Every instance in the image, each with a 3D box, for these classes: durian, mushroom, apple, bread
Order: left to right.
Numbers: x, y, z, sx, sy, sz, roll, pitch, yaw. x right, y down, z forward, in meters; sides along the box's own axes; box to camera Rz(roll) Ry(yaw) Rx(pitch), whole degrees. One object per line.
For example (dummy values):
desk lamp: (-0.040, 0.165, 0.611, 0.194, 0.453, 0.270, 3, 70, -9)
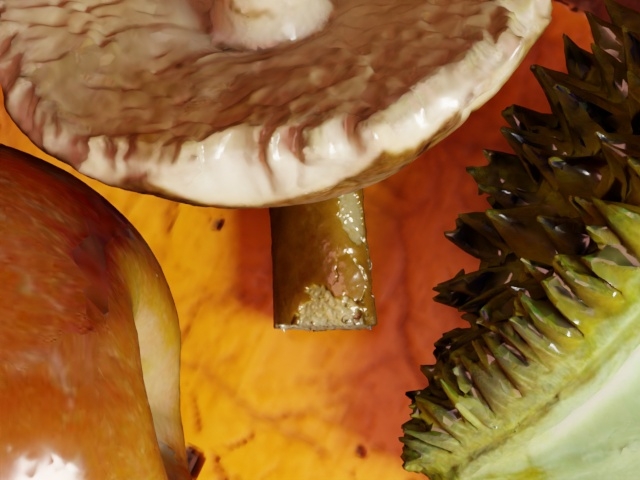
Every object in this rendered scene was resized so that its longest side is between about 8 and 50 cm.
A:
apple: (-0.154, 0.079, 0.671, 0.253, 0.253, 0.254, -2, 78, 10)
mushroom: (-0.032, -0.167, 0.692, 0.233, 0.208, 0.302, -10, 97, -12)
bread: (0.000, 0.000, 0.753, 0.047, 0.036, 0.083, -7, 78, 18)
durian: (0.193, -0.021, 0.705, 0.394, 0.163, 0.198, -37, 113, 6)
